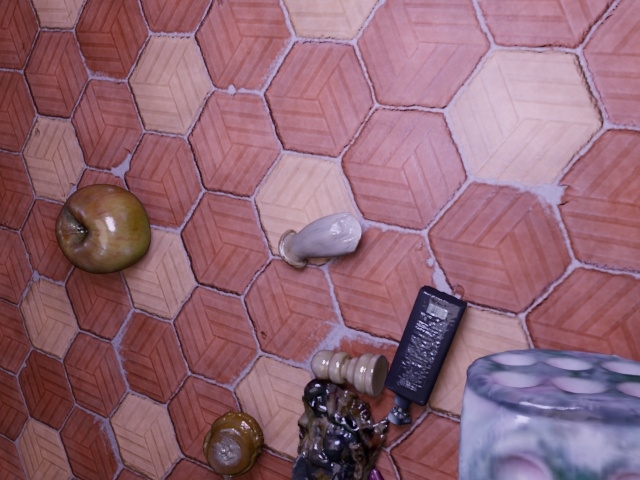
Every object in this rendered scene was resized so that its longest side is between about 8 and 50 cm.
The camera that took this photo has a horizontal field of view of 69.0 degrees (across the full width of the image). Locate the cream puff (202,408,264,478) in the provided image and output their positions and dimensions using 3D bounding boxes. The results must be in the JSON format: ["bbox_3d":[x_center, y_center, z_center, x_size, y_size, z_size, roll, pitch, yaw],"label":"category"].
[{"bbox_3d":[-0.216,0.508,1.181,0.165,0.115,0.150,-30,90,15],"label":"cream puff"}]

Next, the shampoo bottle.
[{"bbox_3d":[0.208,0.254,0.987,0.098,0.071,0.309,23,104,19],"label":"shampoo bottle"}]

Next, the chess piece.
[{"bbox_3d":[0.059,0.292,1.056,0.171,0.094,0.094,2,97,32],"label":"chess piece"}]

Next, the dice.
[{"bbox_3d":[0.414,0.372,0.767,0.328,0.330,0.347,-2,96,24],"label":"dice"}]

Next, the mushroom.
[{"bbox_3d":[0.001,-0.001,1.046,0.213,0.088,0.097,-23,118,30],"label":"mushroom"}]

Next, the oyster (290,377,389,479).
[{"bbox_3d":[0.006,0.512,1.086,0.221,0.096,0.360,22,97,30],"label":"oyster"}]

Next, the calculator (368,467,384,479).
[{"bbox_3d":[0.121,0.635,1.090,0.127,0.034,0.190,-30,82,26],"label":"calculator"}]

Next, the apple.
[{"bbox_3d":[-0.571,-0.031,1.239,0.261,0.194,0.260,2,94,25],"label":"apple"}]
